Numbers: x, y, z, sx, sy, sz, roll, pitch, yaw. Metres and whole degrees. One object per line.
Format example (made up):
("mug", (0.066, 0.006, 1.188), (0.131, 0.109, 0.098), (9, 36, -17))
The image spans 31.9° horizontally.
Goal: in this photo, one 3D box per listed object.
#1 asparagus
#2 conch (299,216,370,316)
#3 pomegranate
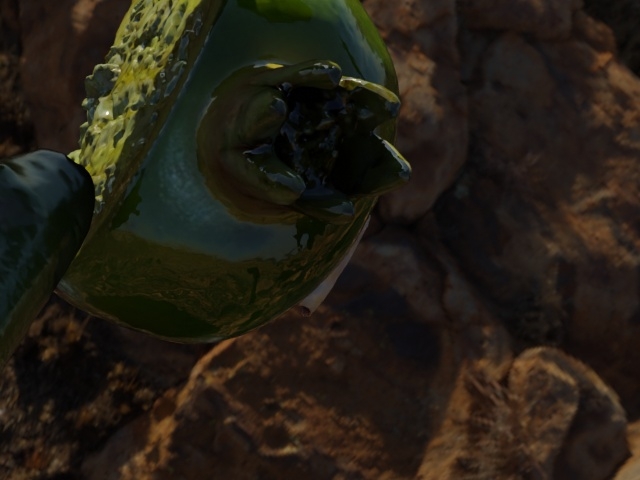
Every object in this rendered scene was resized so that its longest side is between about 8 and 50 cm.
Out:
("asparagus", (-0.192, 0.069, 0.525), (0.343, 0.085, 0.082), (-74, 145, -51))
("conch", (-0.004, -0.004, 1.334), (0.104, 0.176, 0.094), (14, 18, -24))
("pomegranate", (-0.043, -0.060, 0.801), (0.216, 0.358, 0.310), (32, 81, -32))
